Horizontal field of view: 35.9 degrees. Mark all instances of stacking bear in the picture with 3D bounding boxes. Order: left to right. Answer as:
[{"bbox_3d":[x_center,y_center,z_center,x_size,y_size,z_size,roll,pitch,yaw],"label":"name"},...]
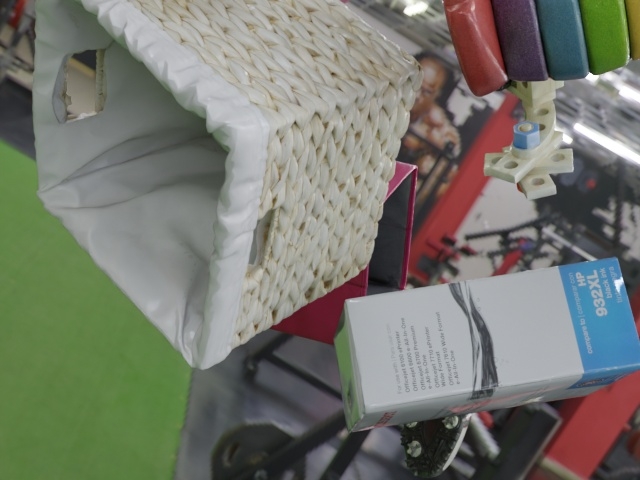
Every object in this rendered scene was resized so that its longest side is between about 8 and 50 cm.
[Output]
[{"bbox_3d":[0.261,-0.230,0.856,0.164,0.289,0.175,62,24,-48],"label":"stacking bear"}]

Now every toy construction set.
[{"bbox_3d":[0.253,-0.218,1.118,0.151,0.328,0.215,-11,35,-22],"label":"toy construction set"}]

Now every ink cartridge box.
[{"bbox_3d":[0.178,0.127,1.140,0.307,0.129,0.223,-8,-16,-5],"label":"ink cartridge box"}]

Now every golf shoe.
[{"bbox_3d":[0.203,0.227,1.458,0.105,0.273,0.120,-6,-34,41],"label":"golf shoe"}]

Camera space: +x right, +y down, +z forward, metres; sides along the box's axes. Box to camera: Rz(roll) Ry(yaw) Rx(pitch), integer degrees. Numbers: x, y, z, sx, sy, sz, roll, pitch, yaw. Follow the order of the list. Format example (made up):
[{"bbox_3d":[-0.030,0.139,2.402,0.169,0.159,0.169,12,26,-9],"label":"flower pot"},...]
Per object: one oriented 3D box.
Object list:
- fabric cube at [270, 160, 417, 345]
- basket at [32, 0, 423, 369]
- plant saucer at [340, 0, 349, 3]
[{"bbox_3d":[0.000,0.000,1.687,0.258,0.259,0.254,13,27,19],"label":"fabric cube"},{"bbox_3d":[-0.107,-0.109,1.047,0.266,0.328,0.331,-25,55,-35],"label":"basket"},{"bbox_3d":[-0.025,-0.534,1.583,0.332,0.332,0.084,33,26,7],"label":"plant saucer"}]
